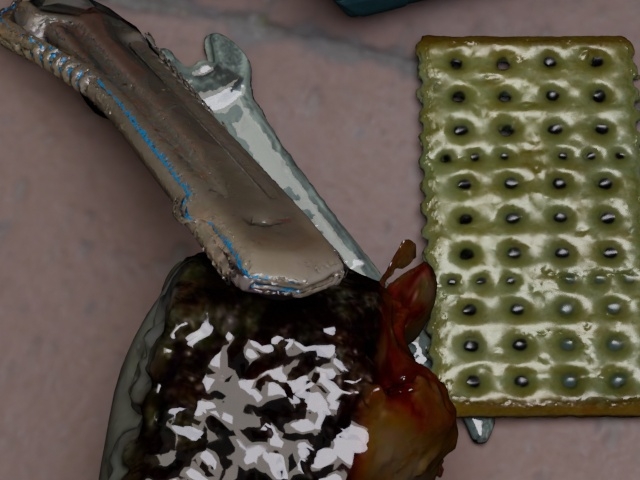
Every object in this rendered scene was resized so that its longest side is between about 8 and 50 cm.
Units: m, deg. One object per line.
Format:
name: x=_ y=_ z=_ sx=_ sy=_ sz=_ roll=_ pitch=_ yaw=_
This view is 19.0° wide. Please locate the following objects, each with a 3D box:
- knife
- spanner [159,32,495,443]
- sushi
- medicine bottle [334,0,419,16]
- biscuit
knife: x=-0.089 y=-0.055 z=1.026 sx=0.089 sy=0.043 sz=0.365 roll=-11 pitch=33 yaw=-23
spanner: x=0.000 y=0.000 z=1.116 sx=0.071 sy=0.017 sz=0.302 roll=-33 pitch=78 yaw=-6
sushi: x=-0.036 y=0.153 z=1.001 sx=0.181 sy=0.196 sz=0.343 roll=17 pitch=87 yaw=-10
medicine bottle: x=0.104 y=-0.194 z=1.107 sx=0.258 sy=0.124 sz=0.079 roll=-13 pitch=73 yaw=-3
biscuit: x=0.126 y=-0.012 z=1.109 sx=0.139 sy=0.016 sz=0.232 roll=0 pitch=74 yaw=-1
